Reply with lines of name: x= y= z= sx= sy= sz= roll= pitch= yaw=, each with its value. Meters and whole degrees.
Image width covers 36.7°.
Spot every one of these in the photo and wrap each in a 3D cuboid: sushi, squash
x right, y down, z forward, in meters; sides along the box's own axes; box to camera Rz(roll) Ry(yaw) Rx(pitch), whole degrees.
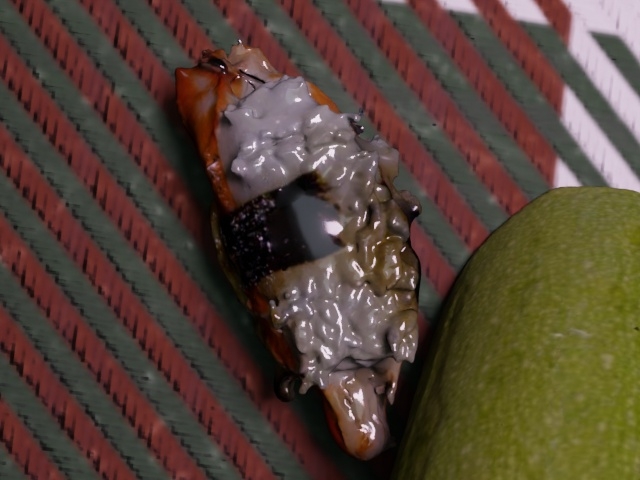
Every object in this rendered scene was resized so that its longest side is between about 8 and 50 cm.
sushi: x=0.002 y=-0.001 z=0.487 sx=0.097 sy=0.103 sz=0.226 roll=-19 pitch=91 yaw=-23
squash: x=0.132 y=0.114 z=0.478 sx=0.189 sy=0.260 sz=0.189 roll=8 pitch=123 yaw=13
